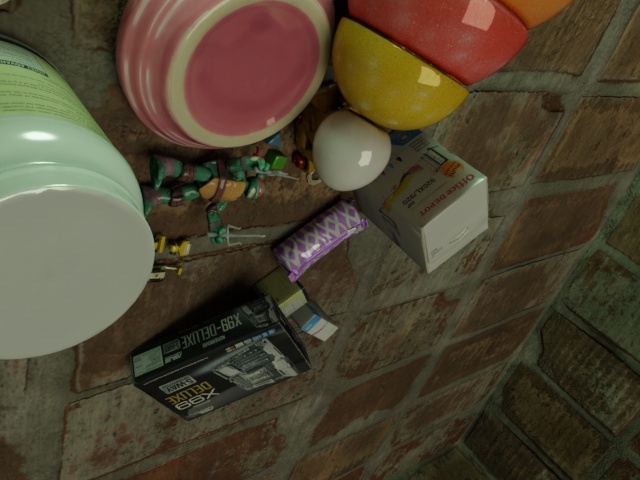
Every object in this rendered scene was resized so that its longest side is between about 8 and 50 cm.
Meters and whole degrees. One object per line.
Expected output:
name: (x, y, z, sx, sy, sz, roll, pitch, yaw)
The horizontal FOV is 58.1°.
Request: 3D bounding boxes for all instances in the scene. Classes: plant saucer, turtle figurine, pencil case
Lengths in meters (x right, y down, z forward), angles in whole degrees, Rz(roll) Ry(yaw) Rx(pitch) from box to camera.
plant saucer: (-0.110, -0.253, 0.807, 0.332, 0.084, 0.332, -26, 148, -18)
turtle figurine: (-0.164, -0.080, 0.935, 0.234, 0.118, 0.175, 2, 125, -31)
pencil case: (0.000, 0.000, 1.201, 0.206, 0.088, 0.086, -37, 142, -9)

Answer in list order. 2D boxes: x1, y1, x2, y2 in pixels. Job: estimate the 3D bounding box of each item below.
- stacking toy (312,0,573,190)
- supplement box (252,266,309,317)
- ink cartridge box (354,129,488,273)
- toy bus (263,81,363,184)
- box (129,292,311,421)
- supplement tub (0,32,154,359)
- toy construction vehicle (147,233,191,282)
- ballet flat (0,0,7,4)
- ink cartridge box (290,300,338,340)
stacking toy: (0.127, -0.279, 0.806, 0.351, 0.350, 0.479, 13, 114, -50)
supplement box: (-0.084, 0.113, 1.235, 0.083, 0.083, 0.056, -36, 144, -12)
ink cartridge box: (0.202, -0.090, 1.182, 0.171, 0.232, 0.168, -38, 144, -10)
toy bus: (0.016, -0.175, 1.026, 0.190, 0.104, 0.202, -53, 143, 13)
box: (-0.198, 0.252, 1.202, 0.308, 0.076, 0.242, -23, 143, 0)
supplement tub: (-0.334, -0.059, 0.610, 0.236, 0.325, 0.235, -26, 140, -24)
toy construction vehicle: (-0.279, 0.027, 1.008, 0.098, 0.035, 0.085, -5, 118, -45)
ballet flat: (-0.315, -0.301, 0.614, 0.241, 0.091, 0.077, -26, 171, -17)
ink cartridge box: (-0.024, 0.179, 1.356, 0.052, 0.088, 0.122, -47, 145, 4)
